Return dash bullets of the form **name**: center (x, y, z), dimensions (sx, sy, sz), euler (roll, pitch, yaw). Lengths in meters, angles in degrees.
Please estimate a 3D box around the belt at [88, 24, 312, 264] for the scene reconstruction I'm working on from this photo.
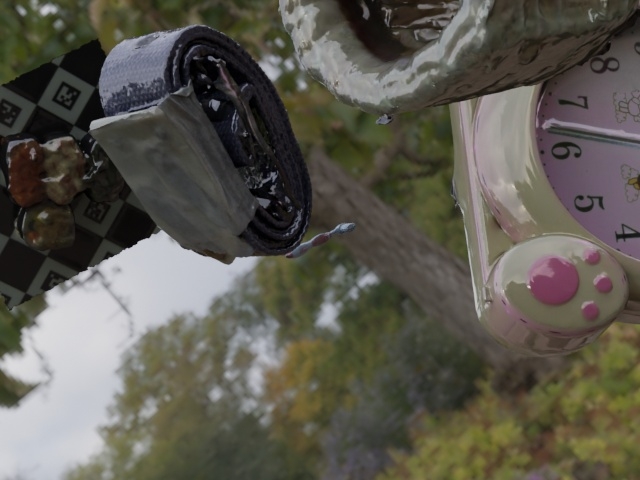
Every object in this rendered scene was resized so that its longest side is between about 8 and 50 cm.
- **belt**: center (-0.095, -0.085, 1.288), dimensions (0.126, 0.230, 0.139), euler (-2, 38, 42)

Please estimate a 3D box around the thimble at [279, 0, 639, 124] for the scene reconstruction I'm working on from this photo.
- **thimble**: center (0.050, -0.099, 0.515), dimensions (0.090, 0.115, 0.102), euler (-15, -65, -36)

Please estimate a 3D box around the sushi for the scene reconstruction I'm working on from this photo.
- **sushi**: center (-0.283, -0.064, 1.536), dimensions (0.220, 0.231, 0.047), euler (-29, 23, -13)

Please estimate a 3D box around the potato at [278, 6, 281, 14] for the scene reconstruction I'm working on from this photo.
- **potato**: center (0.028, -0.277, 1.631), dimensions (0.120, 0.081, 0.149), euler (53, -129, -53)

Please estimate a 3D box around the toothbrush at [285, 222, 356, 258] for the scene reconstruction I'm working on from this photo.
- **toothbrush**: center (0.000, 0.000, 1.694), dimensions (0.019, 0.013, 0.193), euler (-5, 8, 24)

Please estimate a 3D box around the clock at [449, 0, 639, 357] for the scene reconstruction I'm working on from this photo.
- **clock**: center (0.251, -0.064, 1.038), dimensions (0.309, 0.284, 0.114), euler (-5, -16, -5)
